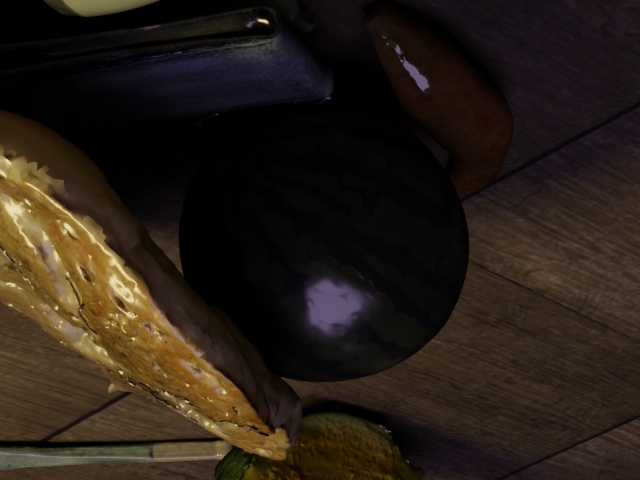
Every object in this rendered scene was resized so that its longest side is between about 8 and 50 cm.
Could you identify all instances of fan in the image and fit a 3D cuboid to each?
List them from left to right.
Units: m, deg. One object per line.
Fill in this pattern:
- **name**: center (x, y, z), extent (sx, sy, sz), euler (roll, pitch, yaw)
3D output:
- **fan**: center (-0.222, 0.213, 1.786), extent (0.282, 0.023, 0.057), euler (1, 147, -13)

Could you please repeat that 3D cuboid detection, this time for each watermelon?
- **watermelon**: center (0.000, 0.000, 1.289), extent (0.212, 0.212, 0.212), euler (-6, 150, -4)
- **watermelon**: center (0.009, 0.244, 1.787), extent (0.123, 0.129, 0.301), euler (-33, 137, 32)

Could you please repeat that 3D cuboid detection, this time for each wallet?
- **wallet**: center (-0.114, -0.107, 1.178), extent (0.222, 0.036, 0.167), euler (-8, 169, 12)

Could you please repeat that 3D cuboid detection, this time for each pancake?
- **pancake**: center (-0.165, 0.019, 1.208), extent (0.387, 0.082, 0.387), euler (35, 167, 9)

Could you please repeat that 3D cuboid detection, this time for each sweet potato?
- **sweet potato**: center (0.098, -0.091, 1.311), extent (0.078, 0.058, 0.255), euler (-1, 156, 20)

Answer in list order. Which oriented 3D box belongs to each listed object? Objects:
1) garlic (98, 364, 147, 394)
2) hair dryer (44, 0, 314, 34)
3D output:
- **garlic**: center (-0.158, 0.086, 1.549), extent (0.084, 0.066, 0.152), euler (12, 152, 20)
- **hair dryer**: center (-0.032, -0.193, 1.083), extent (0.225, 0.088, 0.219), euler (5, 152, -41)
